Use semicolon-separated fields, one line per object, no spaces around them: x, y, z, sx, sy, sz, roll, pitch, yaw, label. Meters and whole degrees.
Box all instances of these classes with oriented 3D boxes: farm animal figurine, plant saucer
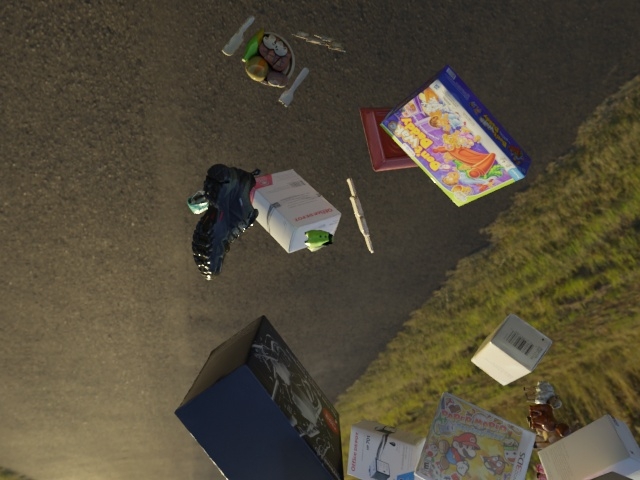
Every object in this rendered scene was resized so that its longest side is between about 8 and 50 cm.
0.790;0.673;1.536;0.172;0.330;0.327;-6;-175;18;farm animal figurine
0.297;-0.420;1.876;0.259;0.258;0.048;-12;179;-33;plant saucer

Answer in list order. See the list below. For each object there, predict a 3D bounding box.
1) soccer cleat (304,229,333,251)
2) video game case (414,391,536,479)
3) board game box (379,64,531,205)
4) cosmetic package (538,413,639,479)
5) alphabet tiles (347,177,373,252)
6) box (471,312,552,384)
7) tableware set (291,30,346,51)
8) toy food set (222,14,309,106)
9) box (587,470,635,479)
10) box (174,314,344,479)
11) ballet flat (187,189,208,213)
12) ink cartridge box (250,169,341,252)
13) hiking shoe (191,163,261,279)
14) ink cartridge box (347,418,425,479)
0.000;0.000;1.275;0.073;0.060;0.179;0;177;4;soccer cleat
0.361;0.498;1.085;0.227;0.206;0.026;22;154;15;video game case
0.367;-0.272;1.283;0.347;0.078;0.233;42;147;-13;board game box
0.690;0.559;1.195;0.086;0.117;0.231;28;124;-20;cosmetic package
0.141;-0.094;1.710;0.021;0.277;0.284;-17;-174;3;alphabet tiles
0.608;0.361;1.512;0.121;0.148;0.311;-48;158;-15;box
-0.003;-0.615;1.430;0.141;0.168;0.020;0;124;-26;tableware set
-0.115;-0.419;1.076;0.192;0.132;0.039;37;168;-23;toy food set
0.658;0.646;0.988;0.127;0.232;0.149;1;179;-29;box
-0.114;0.393;1.051;0.179;0.343;0.312;-35;-172;6;box
-0.456;-0.175;1.907;0.247;0.083;0.087;-15;131;32;ballet flat
-0.102;-0.106;1.584;0.207;0.283;0.117;-19;141;-38;ink cartridge box
-0.167;-0.028;0.878;0.114;0.086;0.226;-1;116;-42;hiking shoe
0.177;0.583;1.260;0.191;0.139;0.082;4;179;31;ink cartridge box
